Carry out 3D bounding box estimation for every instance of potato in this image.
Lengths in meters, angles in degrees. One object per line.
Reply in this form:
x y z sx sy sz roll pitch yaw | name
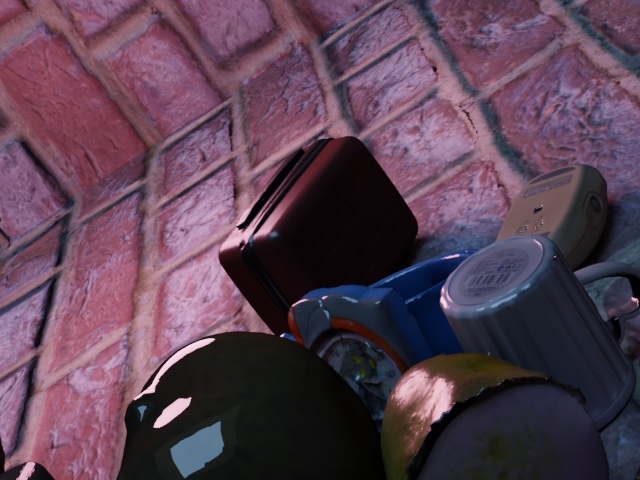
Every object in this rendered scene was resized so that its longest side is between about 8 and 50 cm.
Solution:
0.158 0.225 1.470 0.229 0.229 0.266 -37 13 -4 | potato

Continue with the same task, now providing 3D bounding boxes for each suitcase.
0.000 0.000 2.118 0.161 0.236 0.297 -14 30 45 | suitcase

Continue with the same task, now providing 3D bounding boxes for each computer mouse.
0.318 -0.015 1.887 0.145 0.082 0.236 -21 24 35 | computer mouse

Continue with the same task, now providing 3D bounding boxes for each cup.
0.259 0.095 1.586 0.167 0.202 0.221 -5 35 48 | cup

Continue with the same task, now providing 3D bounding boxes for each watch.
0.091 0.138 1.772 0.305 0.241 0.274 -16 12 46 | watch

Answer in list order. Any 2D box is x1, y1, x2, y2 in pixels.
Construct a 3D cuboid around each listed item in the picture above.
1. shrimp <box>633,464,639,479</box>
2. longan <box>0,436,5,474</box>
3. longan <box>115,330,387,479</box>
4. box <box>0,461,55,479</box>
0.383 0.191 1.411 0.294 0.062 0.154 -44 11 -27 | shrimp
-0.710 0.359 2.230 0.391 0.391 0.391 -30 22 14 | longan
-0.083 0.276 1.534 0.361 0.361 0.361 -30 22 14 | longan
-0.471 0.430 2.060 0.201 0.144 0.090 -29 19 19 | box
